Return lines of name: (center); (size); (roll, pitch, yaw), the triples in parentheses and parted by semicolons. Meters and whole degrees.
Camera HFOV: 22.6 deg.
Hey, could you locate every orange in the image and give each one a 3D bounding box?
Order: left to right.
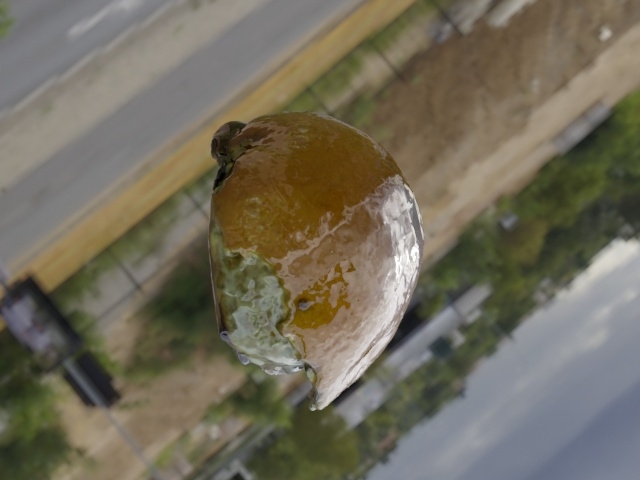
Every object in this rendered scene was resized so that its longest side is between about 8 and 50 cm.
orange: (0.000, 0.000, 0.866); (0.112, 0.170, 0.160); (-24, 165, 11)
